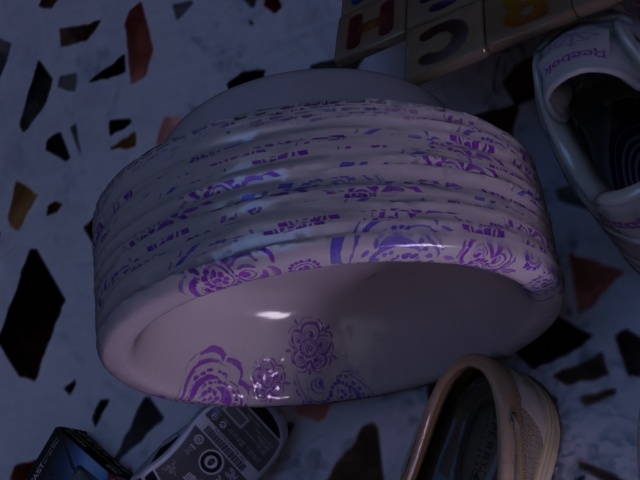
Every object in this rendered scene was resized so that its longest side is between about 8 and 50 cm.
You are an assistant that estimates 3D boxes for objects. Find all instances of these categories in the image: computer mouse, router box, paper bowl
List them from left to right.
[{"bbox_3d":[-0.206,0.226,0.837,0.092,0.038,0.122,29,88,34],"label":"router box"},{"bbox_3d":[-0.102,0.186,0.783,0.193,0.042,0.106,-41,90,3],"label":"computer mouse"},{"bbox_3d":[0.000,0.000,0.656,0.284,0.284,0.148,-20,63,22],"label":"paper bowl"}]

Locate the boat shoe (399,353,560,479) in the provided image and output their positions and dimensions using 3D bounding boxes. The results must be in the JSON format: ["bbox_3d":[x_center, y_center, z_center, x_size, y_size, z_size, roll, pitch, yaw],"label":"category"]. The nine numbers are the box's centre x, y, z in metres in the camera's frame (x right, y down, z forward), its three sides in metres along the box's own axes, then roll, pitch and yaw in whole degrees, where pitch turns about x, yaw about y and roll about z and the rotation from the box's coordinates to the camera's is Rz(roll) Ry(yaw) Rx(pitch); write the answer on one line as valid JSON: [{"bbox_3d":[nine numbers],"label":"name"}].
[{"bbox_3d":[0.073,0.220,0.645,0.109,0.098,0.302,10,78,32],"label":"boat shoe"}]

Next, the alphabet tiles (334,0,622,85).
[{"bbox_3d":[0.142,-0.247,0.745,0.285,0.011,0.342,-19,40,24],"label":"alphabet tiles"}]

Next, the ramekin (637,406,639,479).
[{"bbox_3d":[0.306,0.109,0.515,0.273,0.127,0.272,-4,81,27],"label":"ramekin"}]

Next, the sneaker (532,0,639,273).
[{"bbox_3d":[0.195,-0.130,0.670,0.114,0.152,0.305,-24,61,29],"label":"sneaker"}]
